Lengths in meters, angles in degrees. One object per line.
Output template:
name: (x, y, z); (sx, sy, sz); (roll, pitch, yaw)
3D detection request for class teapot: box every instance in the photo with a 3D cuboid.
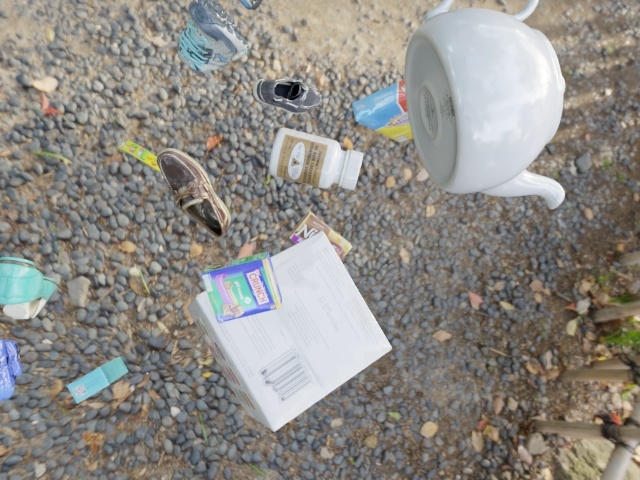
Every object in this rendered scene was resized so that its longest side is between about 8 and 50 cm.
teapot: (0.231, -0.196, 0.637); (0.187, 0.256, 0.252); (-15, 55, -1)

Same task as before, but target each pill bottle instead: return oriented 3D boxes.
pill bottle: (-0.010, -0.209, 1.262); (0.229, 0.131, 0.131); (14, 70, 0)

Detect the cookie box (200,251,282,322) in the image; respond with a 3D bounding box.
cookie box: (-0.124, 0.075, 0.767); (0.107, 0.040, 0.091); (-14, 108, 1)

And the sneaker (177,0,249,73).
sneaker: (-0.208, -0.365, 0.894); (0.122, 0.283, 0.110); (-36, 100, 3)

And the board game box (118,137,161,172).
board game box: (-0.675, -0.322, 1.831); (0.092, 0.181, 0.043); (28, 86, 22)

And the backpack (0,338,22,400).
backpack: (-0.632, 0.254, 0.913); (0.101, 0.098, 0.120); (-3, 77, -54)

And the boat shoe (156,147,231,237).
boat shoe: (-0.424, -0.150, 1.596); (0.123, 0.123, 0.342); (-26, 117, 11)

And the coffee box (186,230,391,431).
coffee box: (-0.100, 0.221, 1.215); (0.338, 0.334, 0.337); (-29, 89, -23)

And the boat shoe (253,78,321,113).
boat shoe: (-0.061, -0.341, 1.126); (0.206, 0.065, 0.075); (-7, 105, -46)

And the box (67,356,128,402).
box: (-0.670, 0.418, 1.455); (0.101, 0.244, 0.060); (-30, 89, -11)

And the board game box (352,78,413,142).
board game box: (0.288, -0.420, 1.549); (0.317, 0.242, 0.064); (5, 73, -54)

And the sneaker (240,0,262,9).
sneaker: (-0.139, -0.398, 0.667); (0.162, 0.073, 0.063); (51, 58, -28)

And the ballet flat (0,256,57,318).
ballet flat: (-0.504, 0.089, 0.802); (0.083, 0.247, 0.087); (11, 75, -20)

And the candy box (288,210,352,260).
candy box: (0.000, 0.000, 1.589); (0.187, 0.053, 0.109); (38, 97, -13)
